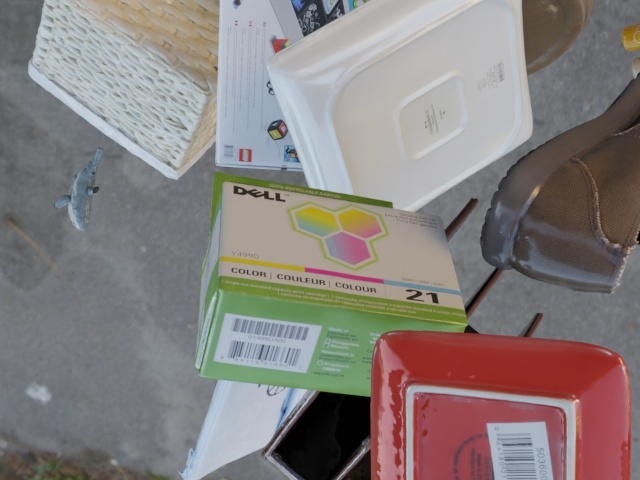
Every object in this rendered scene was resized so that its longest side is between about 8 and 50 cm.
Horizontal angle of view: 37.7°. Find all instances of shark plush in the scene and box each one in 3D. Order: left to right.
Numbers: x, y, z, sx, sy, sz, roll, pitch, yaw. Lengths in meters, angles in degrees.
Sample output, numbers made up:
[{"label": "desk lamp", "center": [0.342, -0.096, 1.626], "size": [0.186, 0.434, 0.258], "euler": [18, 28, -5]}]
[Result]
[{"label": "shark plush", "center": [-0.450, -0.101, 1.840], "size": [0.067, 0.161, 0.073], "euler": [30, -179, 44]}]

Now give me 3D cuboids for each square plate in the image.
[{"label": "square plate", "center": [0.128, -0.165, 1.162], "size": [0.049, 0.344, 0.347], "euler": [50, 167, 40]}]

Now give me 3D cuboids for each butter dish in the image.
[{"label": "butter dish", "center": [0.123, 0.131, 0.608], "size": [0.160, 0.118, 0.160], "euler": [2, 98, 25]}]

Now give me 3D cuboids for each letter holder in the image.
[{"label": "letter holder", "center": [0.109, 0.125, 0.963], "size": [0.152, 0.302, 0.214], "euler": [38, 142, 8]}]

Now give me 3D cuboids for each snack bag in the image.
[{"label": "snack bag", "center": [-0.024, 0.192, 1.337], "size": [0.037, 0.343, 0.323], "euler": [46, 132, 29]}]

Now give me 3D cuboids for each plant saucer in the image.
[{"label": "plant saucer", "center": [0.252, -0.304, 1.326], "size": [0.278, 0.041, 0.278], "euler": [-6, 153, -3]}]

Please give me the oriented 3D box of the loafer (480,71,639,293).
[{"label": "loafer", "center": [0.289, -0.052, 0.801], "size": [0.130, 0.366, 0.133], "euler": [36, 144, 29]}]

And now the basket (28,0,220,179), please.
[{"label": "basket", "center": [-0.262, -0.353, 1.587], "size": [0.331, 0.328, 0.266], "euler": [35, 147, -1]}]

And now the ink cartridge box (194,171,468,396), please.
[{"label": "ink cartridge box", "center": [0.000, 0.000, 0.783], "size": [0.189, 0.255, 0.097], "euler": [8, 130, -11]}]

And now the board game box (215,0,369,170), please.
[{"label": "board game box", "center": [-0.033, -0.243, 1.206], "size": [0.193, 0.053, 0.305], "euler": [4, 101, 5]}]

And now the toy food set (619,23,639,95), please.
[{"label": "toy food set", "center": [0.538, -0.223, 1.465], "size": [0.105, 0.232, 0.111], "euler": [-6, 163, 37]}]
